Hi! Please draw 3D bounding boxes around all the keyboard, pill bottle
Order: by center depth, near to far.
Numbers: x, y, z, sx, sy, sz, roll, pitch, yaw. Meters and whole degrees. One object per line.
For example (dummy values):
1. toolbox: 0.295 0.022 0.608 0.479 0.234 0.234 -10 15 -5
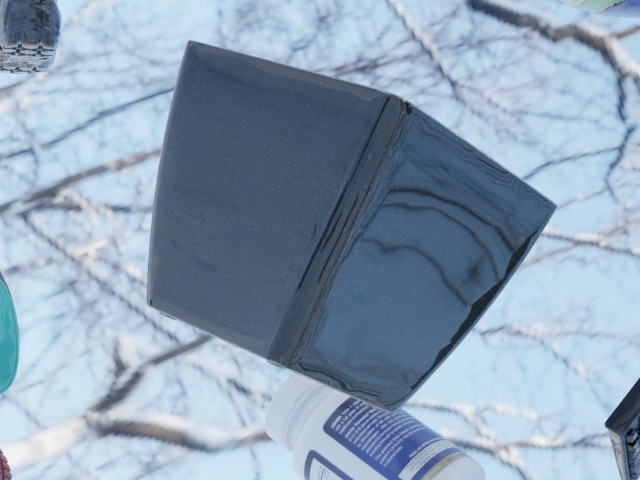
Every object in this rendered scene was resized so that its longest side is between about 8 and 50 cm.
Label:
1. keyboard: 0.279 0.098 1.237 0.023 0.180 0.108 20 -35 38
2. pill bottle: 0.039 0.171 1.265 0.169 0.094 0.094 34 -49 30

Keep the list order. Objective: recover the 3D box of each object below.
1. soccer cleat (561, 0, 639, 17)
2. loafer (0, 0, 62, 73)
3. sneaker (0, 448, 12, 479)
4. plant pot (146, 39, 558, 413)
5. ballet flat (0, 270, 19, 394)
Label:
1. soccer cleat: 0.144 -0.223 1.168 0.289 0.121 0.093 23 -81 51
2. loafer: -0.283 -0.204 1.517 0.223 0.076 0.078 167 -75 -72
3. sneaker: -0.325 0.242 1.434 0.093 0.088 0.225 -46 -130 14
4. plant pot: 0.000 0.000 1.002 0.188 0.187 0.167 21 -95 42
5. ballet flat: -0.298 0.030 1.308 0.067 0.073 0.206 8 -65 46
